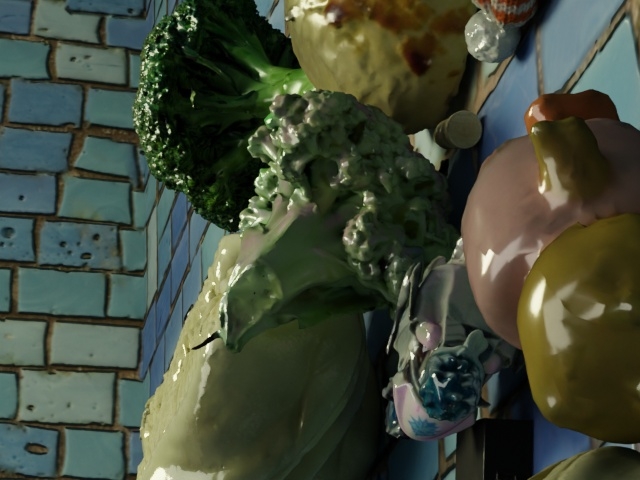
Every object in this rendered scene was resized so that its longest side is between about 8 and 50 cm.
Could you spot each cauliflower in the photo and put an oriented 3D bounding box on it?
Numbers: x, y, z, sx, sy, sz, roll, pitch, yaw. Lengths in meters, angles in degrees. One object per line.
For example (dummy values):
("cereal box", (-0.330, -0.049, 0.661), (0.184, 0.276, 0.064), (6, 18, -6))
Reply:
("cauliflower", (0.000, 0.000, 1.619), (0.315, 0.256, 0.239), (-41, -8, -34))

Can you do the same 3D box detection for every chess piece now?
("chess piece", (0.125, -0.101, 1.649), (0.092, 0.035, 0.035), (171, 104, -79))

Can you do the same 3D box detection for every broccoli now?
("broccoli", (-0.078, -0.161, 2.026), (0.297, 0.297, 0.298), (-19, 65, 48))

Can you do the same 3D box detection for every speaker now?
("speaker", (0.140, 0.259, 1.434), (0.082, 0.044, 0.218), (140, 134, -71))

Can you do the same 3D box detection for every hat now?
("hat", (0.159, -0.222, 1.490), (0.112, 0.093, 0.162), (-85, -8, -45))

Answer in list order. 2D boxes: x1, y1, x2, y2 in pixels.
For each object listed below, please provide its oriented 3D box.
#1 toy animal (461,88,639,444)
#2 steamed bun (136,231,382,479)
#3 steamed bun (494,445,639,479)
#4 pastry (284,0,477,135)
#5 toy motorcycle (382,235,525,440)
("toy animal", (0.184, 0.024, 1.097), (0.195, 0.169, 0.281), (57, -178, -31))
("steamed bun", (-0.046, 0.173, 1.833), (0.394, 0.237, 0.347), (131, 159, -67))
("steamed bun", (0.146, 0.269, 1.076), (0.289, 0.203, 0.276), (136, 137, -67))
("pastry", (0.049, -0.238, 1.720), (0.237, 0.170, 0.256), (109, 158, -44))
("toy motorcycle", (0.121, 0.077, 1.419), (0.204, 0.108, 0.239), (-92, 13, -76))
